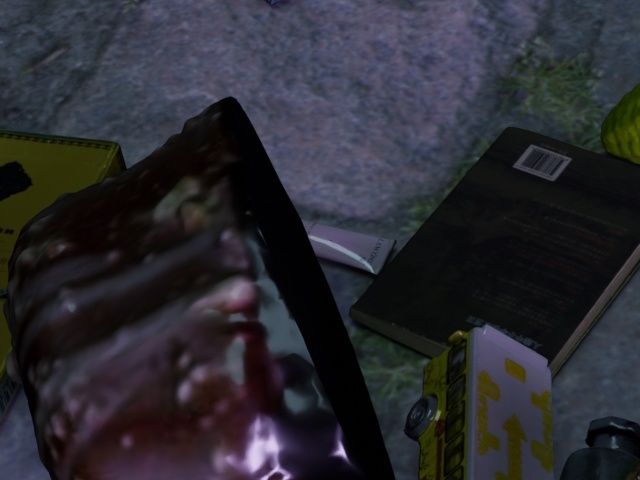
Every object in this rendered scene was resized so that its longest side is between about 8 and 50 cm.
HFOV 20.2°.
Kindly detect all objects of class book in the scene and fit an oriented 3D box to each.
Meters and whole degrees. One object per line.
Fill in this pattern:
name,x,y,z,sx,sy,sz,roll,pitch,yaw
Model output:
book,0.149,0.009,1.337,0.160,0.024,0.228,23,53,28

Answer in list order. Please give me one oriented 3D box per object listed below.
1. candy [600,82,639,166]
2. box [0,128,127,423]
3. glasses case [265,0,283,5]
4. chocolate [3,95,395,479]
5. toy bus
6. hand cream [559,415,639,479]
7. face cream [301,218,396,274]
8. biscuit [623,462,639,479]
candy,0.296,-0.096,1.338,0.209,0.096,0.096,-13,34,46
box,-0.268,0.021,1.377,0.153,0.041,0.279,6,47,16
glasses case,0.039,-0.310,1.641,0.266,0.056,0.105,-29,48,-18
chocolate,-0.097,0.078,1.183,0.210,0.225,0.340,-23,46,4
toy bus,0.100,0.157,1.137,0.081,0.074,0.226,30,37,-17
hand cream,0.158,0.230,1.106,0.091,0.058,0.271,6,52,22
face cream,0.000,0.000,1.372,0.115,0.020,0.038,15,50,18
biscuit,0.297,0.122,1.171,0.131,0.025,0.231,40,57,4
